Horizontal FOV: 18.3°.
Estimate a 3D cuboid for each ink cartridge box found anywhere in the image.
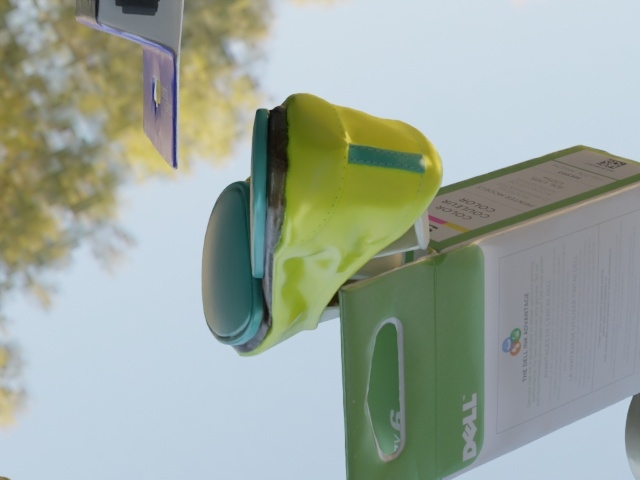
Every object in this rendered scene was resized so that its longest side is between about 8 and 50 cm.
[{"bbox_3d":[-0.085,-0.144,0.897,0.045,0.208,0.206,2,-174,-9],"label":"ink cartridge box"},{"bbox_3d":[0.067,0.035,0.877,0.209,0.109,0.062,-19,-153,-39],"label":"ink cartridge box"}]

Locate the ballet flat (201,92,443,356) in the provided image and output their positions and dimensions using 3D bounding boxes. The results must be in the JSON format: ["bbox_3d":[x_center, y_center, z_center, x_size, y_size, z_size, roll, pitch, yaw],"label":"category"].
[{"bbox_3d":[0.000,0.000,0.783,0.077,0.077,0.231,0,166,-9],"label":"ballet flat"}]

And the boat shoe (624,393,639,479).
[{"bbox_3d":[0.279,0.064,1.321,0.079,0.095,0.254,-1,-144,35],"label":"boat shoe"}]

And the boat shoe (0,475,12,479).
[{"bbox_3d":[-0.190,0.304,1.263,0.130,0.355,0.132,8,-143,-12],"label":"boat shoe"}]
